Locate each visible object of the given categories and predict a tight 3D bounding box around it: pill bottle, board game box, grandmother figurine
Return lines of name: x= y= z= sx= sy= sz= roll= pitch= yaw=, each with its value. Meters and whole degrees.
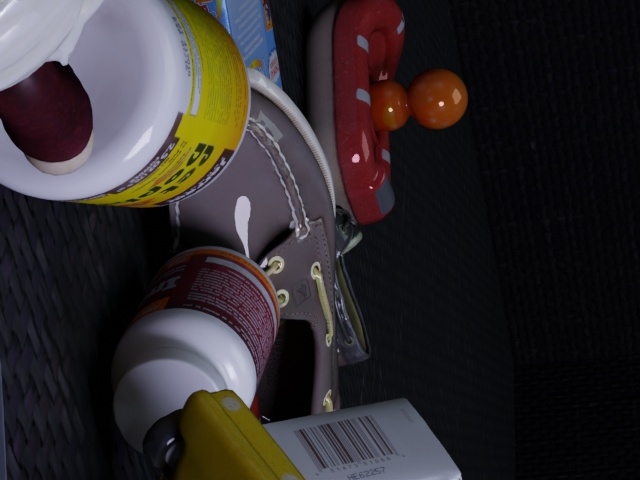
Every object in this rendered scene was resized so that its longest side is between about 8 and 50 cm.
pill bottle: x=-0.103 y=-0.076 z=0.997 sx=0.215 sy=0.117 sz=0.117 roll=0 pitch=84 yaw=-80
board game box: x=-0.071 y=-0.184 z=1.477 sx=0.160 sy=0.039 sz=0.211 roll=-65 pitch=147 yaw=-71
pill bottle: x=-0.075 y=0.068 z=1.158 sx=0.152 sy=0.086 sz=0.086 roll=-72 pitch=153 yaw=-68
grandmother figurine: x=-0.129 y=-0.114 z=0.688 sx=0.208 sy=0.104 sz=0.342 roll=60 pitch=0 yaw=-17

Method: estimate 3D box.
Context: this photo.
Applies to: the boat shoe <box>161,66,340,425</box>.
boat shoe: x=-0.044 y=0.032 z=1.289 sx=0.097 sy=0.116 sz=0.324 roll=-90 pitch=174 yaw=-47

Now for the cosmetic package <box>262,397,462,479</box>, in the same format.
cosmetic package: x=0.000 y=0.212 z=1.169 sx=0.085 sy=0.117 sz=0.231 roll=-126 pitch=-145 yaw=-47

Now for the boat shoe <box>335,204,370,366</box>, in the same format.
boat shoe: x=0.000 y=0.001 z=1.658 sx=0.080 sy=0.073 sz=0.224 roll=-50 pitch=133 yaw=-77

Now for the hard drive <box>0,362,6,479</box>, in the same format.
hard drive: x=-0.168 y=0.047 z=0.733 sx=0.172 sy=0.054 sz=0.255 roll=44 pitch=39 yaw=-74

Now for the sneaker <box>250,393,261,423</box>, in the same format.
sneaker: x=-0.019 y=0.206 z=1.295 sx=0.107 sy=0.118 sz=0.279 roll=-81 pitch=161 yaw=-59

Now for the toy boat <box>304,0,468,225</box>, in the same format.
toy boat: x=0.068 y=-0.134 z=1.906 sx=0.151 sy=0.151 sz=0.231 roll=66 pitch=20 yaw=-61

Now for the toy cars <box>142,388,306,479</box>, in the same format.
toy cars: x=-0.029 y=0.262 z=1.028 sx=0.087 sy=0.176 sz=0.394 roll=-12 pitch=98 yaw=-38
